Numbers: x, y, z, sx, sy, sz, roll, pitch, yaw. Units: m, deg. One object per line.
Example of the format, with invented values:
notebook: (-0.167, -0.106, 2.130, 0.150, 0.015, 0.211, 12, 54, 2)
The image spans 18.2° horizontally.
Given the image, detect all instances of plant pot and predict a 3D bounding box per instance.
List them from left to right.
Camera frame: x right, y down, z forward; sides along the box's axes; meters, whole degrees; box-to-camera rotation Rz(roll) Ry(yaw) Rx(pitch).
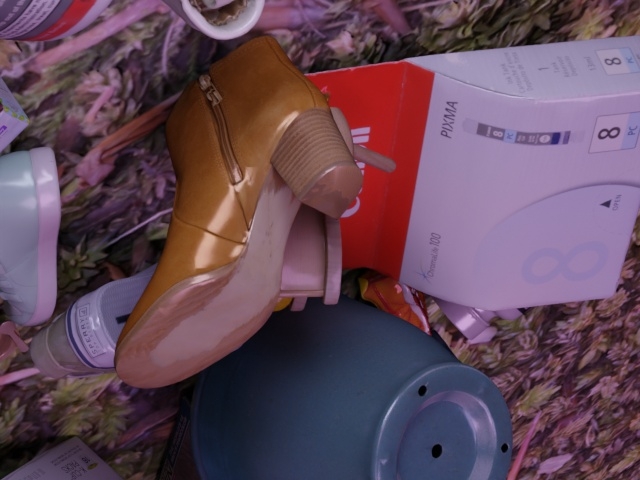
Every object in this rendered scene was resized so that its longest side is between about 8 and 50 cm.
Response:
plant pot: (0.048, 0.197, 2.040, 0.272, 0.255, 0.271, -7, 101, -37)

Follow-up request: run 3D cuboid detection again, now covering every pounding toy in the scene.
pounding toy: (0.000, 0.000, 1.871, 0.155, 0.154, 0.269, -1, 157, -12)

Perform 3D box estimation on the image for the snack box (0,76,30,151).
snack box: (-0.312, -0.084, 1.607, 0.141, 0.100, 0.037, -43, 147, 11)

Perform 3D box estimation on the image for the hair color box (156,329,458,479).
hair color box: (-0.004, 0.228, 2.281, 0.347, 0.105, 0.174, -13, 140, -31)

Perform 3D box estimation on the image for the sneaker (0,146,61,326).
sneaker: (-0.308, 0.001, 1.746, 0.151, 0.094, 0.256, -5, 151, -11)

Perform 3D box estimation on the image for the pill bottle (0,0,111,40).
pill bottle: (-0.313, -0.243, 1.306, 0.363, 0.210, 0.210, -1, 133, -43)

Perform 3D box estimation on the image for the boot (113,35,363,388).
boot: (-0.101, -0.028, 1.768, 0.295, 0.211, 0.104, -46, 135, 10)

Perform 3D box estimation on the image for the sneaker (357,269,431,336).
sneaker: (0.083, 0.075, 2.227, 0.067, 0.064, 0.175, -17, 144, 10)

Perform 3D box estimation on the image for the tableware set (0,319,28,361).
tableware set: (-0.354, 0.094, 1.867, 0.169, 0.020, 0.141, -31, 147, -10)

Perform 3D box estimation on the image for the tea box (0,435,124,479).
tea box: (-0.270, 0.449, 2.063, 0.329, 0.323, 0.220, -55, 169, 25)

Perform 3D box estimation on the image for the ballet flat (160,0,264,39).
ballet flat: (-0.096, -0.304, 1.505, 0.139, 0.139, 0.400, -27, 146, -14)

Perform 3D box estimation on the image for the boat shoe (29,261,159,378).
boat shoe: (-0.170, 0.074, 1.923, 0.094, 0.109, 0.302, -19, 173, 26)

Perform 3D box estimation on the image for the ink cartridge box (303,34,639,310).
ink cartridge box: (0.135, -0.050, 1.990, 0.385, 0.091, 0.308, -8, 139, -13)

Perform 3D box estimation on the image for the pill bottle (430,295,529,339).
pill bottle: (0.216, 0.020, 2.219, 0.193, 0.108, 0.108, -40, 147, 7)
